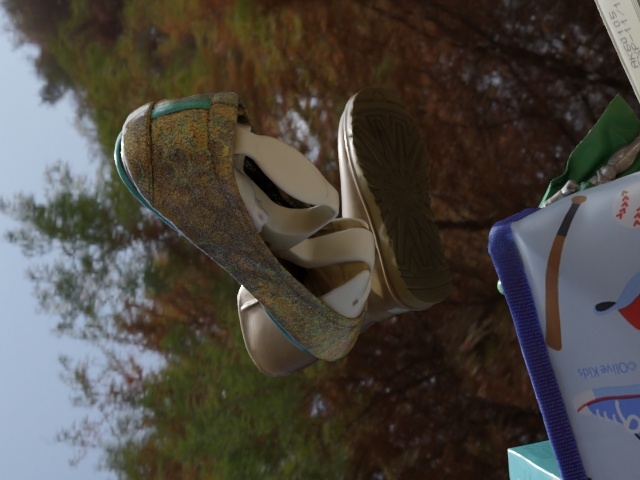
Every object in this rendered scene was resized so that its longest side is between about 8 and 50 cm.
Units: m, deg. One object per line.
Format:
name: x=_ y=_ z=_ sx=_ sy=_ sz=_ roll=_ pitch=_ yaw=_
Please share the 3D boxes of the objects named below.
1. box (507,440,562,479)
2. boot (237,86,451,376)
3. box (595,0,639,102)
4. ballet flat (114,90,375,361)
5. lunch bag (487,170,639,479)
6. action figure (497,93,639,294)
box: x=0.241 y=0.249 z=0.847 sx=0.060 sy=0.100 sz=0.244 roll=-8 pitch=-175 yaw=-14
boot: x=0.000 y=0.000 z=1.033 sx=0.089 sy=0.269 sz=0.236 roll=3 pitch=-110 yaw=-36
box: x=0.321 y=-0.187 z=0.558 sx=0.311 sy=0.148 sz=0.121 roll=-29 pitch=-81 yaw=-16
ballet flat: x=-0.022 y=-0.001 z=0.813 sx=0.123 sy=0.348 sz=0.123 roll=-17 pitch=-128 yaw=23
lunch bag: x=0.315 y=0.119 z=0.555 sx=0.239 sy=0.328 sz=0.385 roll=-12 pitch=-95 yaw=-52
action figure: x=0.266 y=-0.023 z=1.001 sx=0.232 sy=0.063 sz=0.137 roll=-42 pitch=-94 yaw=-4
